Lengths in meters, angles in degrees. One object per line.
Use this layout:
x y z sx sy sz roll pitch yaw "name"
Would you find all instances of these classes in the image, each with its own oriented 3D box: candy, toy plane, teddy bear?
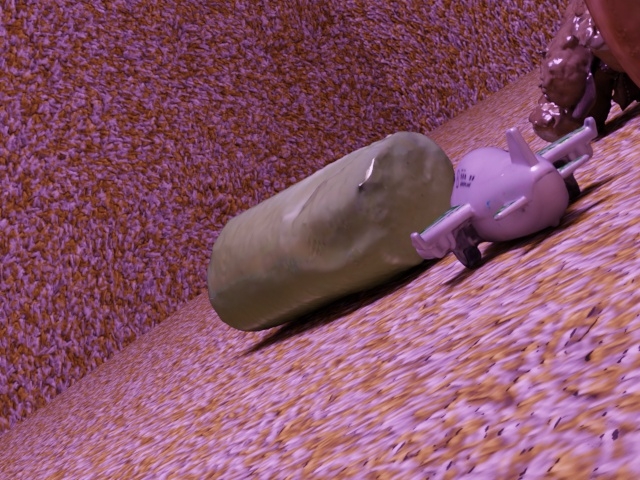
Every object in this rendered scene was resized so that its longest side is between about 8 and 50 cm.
0.000 0.000 1.384 0.142 0.132 0.343 -16 -6 -32 "candy"
0.144 -0.040 1.081 0.174 0.080 0.174 -33 1 1 "toy plane"
0.319 -0.215 1.363 0.267 0.156 0.256 -32 5 -3 "teddy bear"

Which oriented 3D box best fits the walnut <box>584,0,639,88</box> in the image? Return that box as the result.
0.256 -0.181 0.866 0.228 0.228 0.228 -33 3 2 "walnut"
